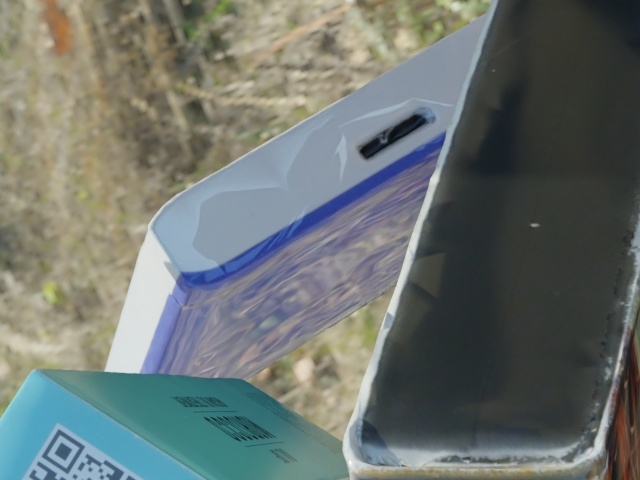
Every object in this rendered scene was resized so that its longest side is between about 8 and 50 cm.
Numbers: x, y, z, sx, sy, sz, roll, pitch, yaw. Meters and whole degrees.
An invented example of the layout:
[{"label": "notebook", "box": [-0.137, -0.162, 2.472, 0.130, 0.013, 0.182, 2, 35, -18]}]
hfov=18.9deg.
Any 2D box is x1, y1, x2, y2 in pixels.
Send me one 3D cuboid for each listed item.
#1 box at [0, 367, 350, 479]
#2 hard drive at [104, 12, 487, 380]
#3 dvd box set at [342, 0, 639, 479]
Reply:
[{"label": "box", "box": [-0.049, 0.095, 0.557, 0.060, 0.244, 0.100, 32, 90, 10]}, {"label": "hard drive", "box": [0.000, 0.000, 0.907, 0.040, 0.210, 0.319, 56, 162, 8]}, {"label": "dvd box set", "box": [0.112, 0.108, 0.619, 0.062, 0.308, 0.420, 0, 129, 20]}]
